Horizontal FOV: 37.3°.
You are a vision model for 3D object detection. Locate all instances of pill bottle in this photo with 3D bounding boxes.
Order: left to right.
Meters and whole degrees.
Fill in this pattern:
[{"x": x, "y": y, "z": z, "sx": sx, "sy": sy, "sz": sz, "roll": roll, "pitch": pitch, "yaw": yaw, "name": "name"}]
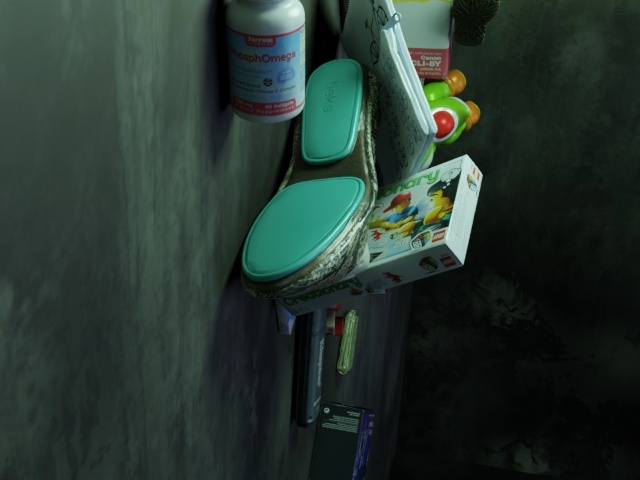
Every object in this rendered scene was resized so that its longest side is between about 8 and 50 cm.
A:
[{"x": -0.060, "y": -0.216, "z": 1.039, "sx": 0.087, "sy": 0.087, "sz": 0.160, "roll": -69, "pitch": 163, "yaw": -52, "name": "pill bottle"}]

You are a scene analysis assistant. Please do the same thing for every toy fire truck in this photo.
[{"x": 0.020, "y": 0.126, "z": 1.806, "sx": 0.192, "sy": 0.047, "sz": 0.135, "roll": -56, "pitch": 147, "yaw": -83, "name": "toy fire truck"}]

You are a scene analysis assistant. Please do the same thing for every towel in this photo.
[{"x": 0.066, "y": 0.240, "z": 2.249, "sx": 0.110, "sy": 0.027, "sz": 0.148, "roll": 14, "pitch": 83, "yaw": -81, "name": "towel"}]

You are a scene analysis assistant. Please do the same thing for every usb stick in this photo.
[{"x": -0.018, "y": 0.206, "z": 1.711, "sx": 0.077, "sy": 0.045, "sz": 0.278, "roll": -60, "pitch": 156, "yaw": -66, "name": "usb stick"}]

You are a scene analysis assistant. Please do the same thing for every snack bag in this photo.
[{"x": 0.093, "y": -0.256, "z": 1.500, "sx": 0.323, "sy": 0.037, "sz": 0.342, "roll": 103, "pitch": -29, "yaw": -74, "name": "snack bag"}]

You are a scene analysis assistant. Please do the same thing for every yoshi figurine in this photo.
[{"x": 0.194, "y": -0.226, "z": 2.101, "sx": 0.362, "sy": 0.204, "sz": 0.203, "roll": -45, "pitch": 156, "yaw": -39, "name": "yoshi figurine"}]

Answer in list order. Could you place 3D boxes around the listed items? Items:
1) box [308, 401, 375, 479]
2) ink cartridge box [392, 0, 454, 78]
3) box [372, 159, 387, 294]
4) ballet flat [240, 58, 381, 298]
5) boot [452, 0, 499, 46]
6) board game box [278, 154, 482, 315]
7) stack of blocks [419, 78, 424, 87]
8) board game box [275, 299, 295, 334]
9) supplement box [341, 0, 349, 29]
[{"x": 0.053, "y": 0.466, "z": 2.154, "sx": 0.261, "sy": 0.103, "sz": 0.184, "roll": 48, "pitch": 53, "yaw": -77, "name": "box"}, {"x": 0.216, "y": -0.583, "z": 2.043, "sx": 0.384, "sy": 0.160, "sz": 0.279, "roll": 84, "pitch": 14, "yaw": -51, "name": "ink cartridge box"}, {"x": 0.083, "y": -0.077, "z": 1.768, "sx": 0.293, "sy": 0.073, "sz": 0.295, "roll": 84, "pitch": 3, "yaw": -69, "name": "box"}, {"x": 0.019, "y": -0.058, "z": 1.342, "sx": 0.482, "sy": 0.164, "sz": 0.182, "roll": -76, "pitch": 151, "yaw": -43, "name": "ballet flat"}, {"x": 0.322, "y": -0.570, "z": 1.953, "sx": 0.236, "sy": 0.089, "sz": 0.269, "roll": 101, "pitch": -3, "yaw": -74, "name": "boot"}, {"x": 0.088, "y": -0.004, "z": 1.423, "sx": 0.053, "sy": 0.305, "sz": 0.193, "roll": 50, "pitch": 39, "yaw": -28, "name": "board game box"}, {"x": 0.194, "y": -0.352, "z": 2.329, "sx": 0.297, "sy": 0.087, "sz": 0.171, "roll": -49, "pitch": 145, "yaw": -72, "name": "stack of blocks"}, {"x": -0.050, "y": 0.089, "z": 1.517, "sx": 0.090, "sy": 0.020, "sz": 0.090, "roll": 85, "pitch": 17, "yaw": -48, "name": "board game box"}, {"x": 0.079, "y": -0.480, "z": 1.639, "sx": 0.239, "sy": 0.073, "sz": 0.130, "roll": 82, "pitch": 19, "yaw": -54, "name": "supplement box"}]
